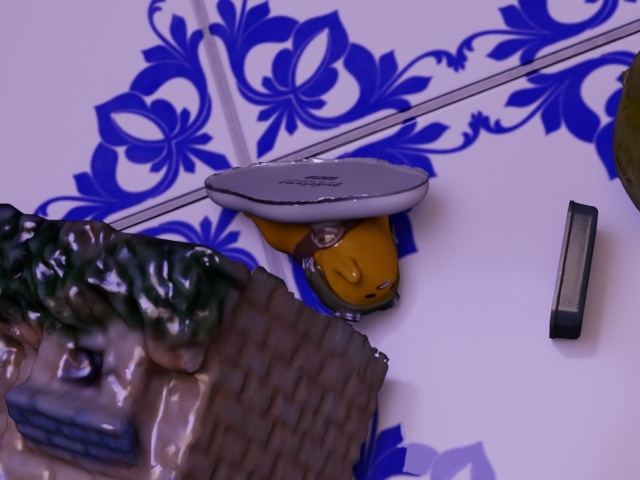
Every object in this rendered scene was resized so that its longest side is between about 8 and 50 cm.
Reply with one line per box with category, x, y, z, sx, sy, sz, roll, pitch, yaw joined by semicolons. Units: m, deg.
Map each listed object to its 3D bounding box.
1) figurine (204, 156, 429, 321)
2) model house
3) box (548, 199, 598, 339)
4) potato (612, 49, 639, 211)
figurine;0.000;0.000;1.544;0.250;0.166;0.141;9;114;42
model house;-0.232;0.206;1.385;0.445;0.395;0.400;11;79;27
box;0.244;0.030;1.460;0.031;0.091;0.126;9;75;11
potato;0.414;-0.085;1.403;0.307;0.173;0.210;19;77;23
